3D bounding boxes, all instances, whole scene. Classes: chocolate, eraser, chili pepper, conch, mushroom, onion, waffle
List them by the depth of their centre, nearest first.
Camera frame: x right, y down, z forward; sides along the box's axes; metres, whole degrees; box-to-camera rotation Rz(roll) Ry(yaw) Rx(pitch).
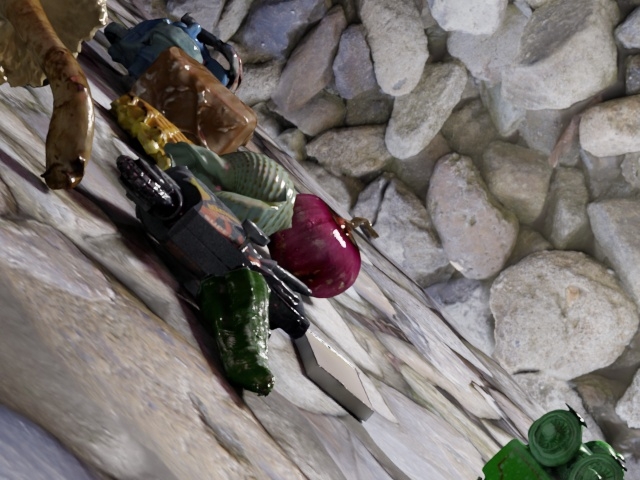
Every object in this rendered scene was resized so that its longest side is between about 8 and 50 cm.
[{"bbox_3d":[-0.078,0.103,1.466,0.227,0.088,0.059,-116,-168,-62],"label":"chili pepper"},{"bbox_3d":[-0.299,-0.229,1.562,0.301,0.233,0.208,42,15,8],"label":"mushroom"},{"bbox_3d":[0.017,0.172,1.787,0.104,0.023,0.150,41,7,-17],"label":"eraser"},{"bbox_3d":[-0.133,-0.054,1.900,0.200,0.131,0.172,15,36,-4],"label":"conch"},{"bbox_3d":[-0.009,0.006,2.177,0.177,0.153,0.177,30,4,-2],"label":"onion"},{"bbox_3d":[-0.229,-0.131,2.182,0.243,0.059,0.238,51,7,38],"label":"waffle"},{"bbox_3d":[-0.221,-0.216,2.348,0.214,0.148,0.093,41,12,-2],"label":"chocolate"}]

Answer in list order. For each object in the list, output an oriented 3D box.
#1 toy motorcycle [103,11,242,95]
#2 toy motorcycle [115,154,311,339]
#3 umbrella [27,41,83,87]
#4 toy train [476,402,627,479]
[{"bbox_3d":[-0.282,-0.299,2.536,0.319,0.182,0.241,16,-57,58],"label":"toy motorcycle"},{"bbox_3d":[-0.128,0.005,1.654,0.307,0.108,0.173,44,1,-6],"label":"toy motorcycle"},{"bbox_3d":[-0.381,-0.367,1.898,0.128,0.154,0.337,31,49,-35],"label":"umbrella"},{"bbox_3d":[0.321,0.341,1.790,0.132,0.188,0.243,43,6,-36],"label":"toy train"}]
